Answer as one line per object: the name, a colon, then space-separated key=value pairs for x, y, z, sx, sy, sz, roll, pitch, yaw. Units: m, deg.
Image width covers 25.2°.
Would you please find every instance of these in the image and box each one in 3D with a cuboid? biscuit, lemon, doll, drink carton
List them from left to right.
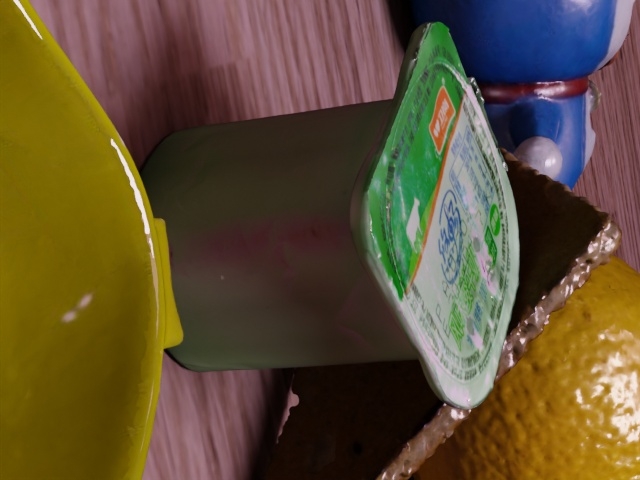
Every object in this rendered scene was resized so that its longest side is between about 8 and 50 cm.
drink carton: x=0.000 y=0.000 z=0.657 sx=0.144 sy=0.142 sz=0.146 roll=61 pitch=33 yaw=-36
biscuit: x=0.040 y=0.055 z=0.735 sx=0.237 sy=0.131 sz=0.026 roll=-47 pitch=124 yaw=-3
doll: x=0.141 y=-0.121 z=0.965 sx=0.215 sy=0.161 sz=0.256 roll=-108 pitch=-164 yaw=-72
lemon: x=0.140 y=0.105 z=0.887 sx=0.188 sy=0.188 sz=0.256 roll=-56 pitch=132 yaw=-54

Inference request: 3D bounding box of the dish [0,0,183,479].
dish: x=-0.150 y=0.013 z=0.374 sx=0.262 sy=0.108 sz=0.221 roll=52 pitch=40 yaw=-47
